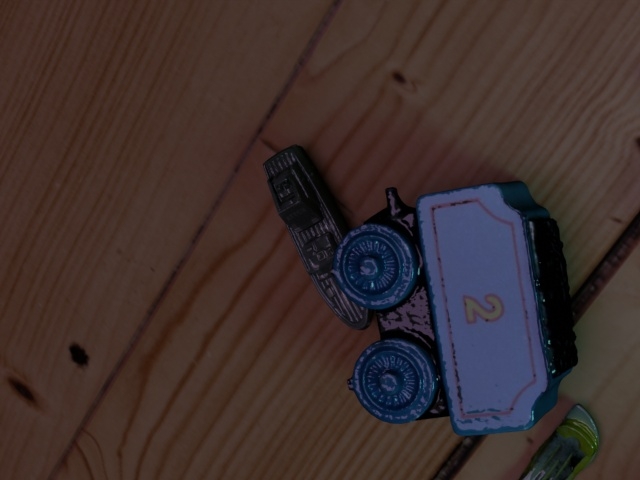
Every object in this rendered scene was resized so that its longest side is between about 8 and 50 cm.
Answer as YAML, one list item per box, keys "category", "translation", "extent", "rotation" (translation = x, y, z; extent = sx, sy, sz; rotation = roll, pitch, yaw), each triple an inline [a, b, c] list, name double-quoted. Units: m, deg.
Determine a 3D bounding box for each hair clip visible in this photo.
- category: "hair clip"
  translation: [0.288, 0.288, 1.481]
  extent: [0.060, 0.033, 0.188]
  rotation: [39, 111, 15]

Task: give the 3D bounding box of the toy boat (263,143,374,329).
- category: "toy boat"
  translation: [0.000, 0.000, 1.560]
  extent: [0.078, 0.085, 0.260]
  rotation: [-29, 84, 28]

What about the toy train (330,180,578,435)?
- category: "toy train"
  translation: [0.168, 0.074, 1.434]
  extent: [0.265, 0.188, 0.300]
  rotation: [-9, 90, 24]
